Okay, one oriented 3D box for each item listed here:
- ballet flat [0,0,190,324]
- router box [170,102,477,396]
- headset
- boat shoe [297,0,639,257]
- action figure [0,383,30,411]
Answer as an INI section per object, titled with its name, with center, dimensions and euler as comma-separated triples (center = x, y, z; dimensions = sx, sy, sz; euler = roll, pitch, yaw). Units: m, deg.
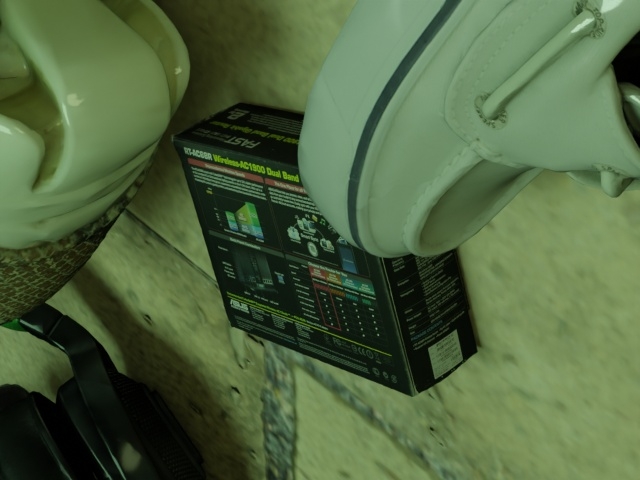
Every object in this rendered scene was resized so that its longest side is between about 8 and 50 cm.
[ballet flat]
center = -0.126, -0.136, 0.544
dimensions = 0.182, 0.164, 0.482
euler = 27, 134, 39
[router box]
center = 0.000, 0.000, 0.588
dimensions = 0.122, 0.038, 0.092
euler = 17, 130, 49
[headset]
center = -0.150, 0.185, 0.817
dimensions = 0.394, 0.243, 0.185
euler = 34, 170, 8
[boat shoe]
center = 0.077, -0.056, 0.380
dimensions = 0.088, 0.096, 0.267
euler = 55, 142, 16
[action figure]
center = -0.238, 0.152, 1.019
dimensions = 0.185, 0.099, 0.285
euler = 53, 154, -6
